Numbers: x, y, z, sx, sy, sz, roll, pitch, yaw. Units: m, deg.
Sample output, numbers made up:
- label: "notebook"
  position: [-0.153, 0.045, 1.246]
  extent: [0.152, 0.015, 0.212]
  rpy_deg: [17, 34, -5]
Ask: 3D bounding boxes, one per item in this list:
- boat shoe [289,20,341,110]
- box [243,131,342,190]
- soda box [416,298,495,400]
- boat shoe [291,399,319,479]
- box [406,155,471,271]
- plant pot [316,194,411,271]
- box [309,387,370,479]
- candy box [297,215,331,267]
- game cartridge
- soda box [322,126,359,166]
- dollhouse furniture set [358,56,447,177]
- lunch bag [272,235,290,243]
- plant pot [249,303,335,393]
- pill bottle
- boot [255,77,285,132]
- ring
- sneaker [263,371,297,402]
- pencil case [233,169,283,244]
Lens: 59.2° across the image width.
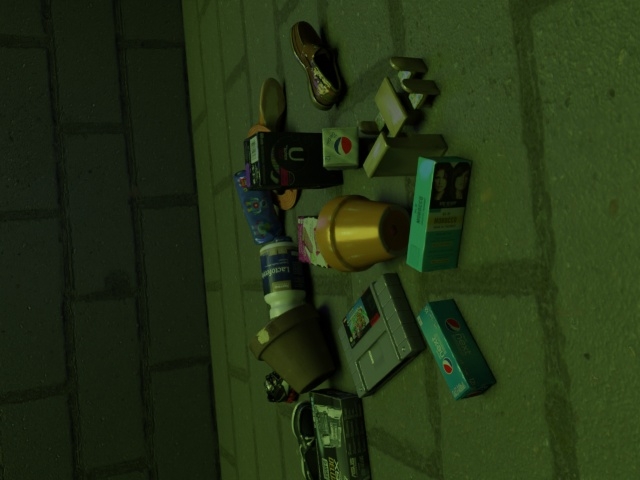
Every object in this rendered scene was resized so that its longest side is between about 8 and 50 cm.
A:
- label: "boat shoe"
  position: [-0.002, -0.555, 1.725]
  extent: [0.104, 0.111, 0.307]
  rpy_deg: [-40, 67, 56]
- label: "box"
  position: [-0.085, -0.242, 1.739]
  extent: [0.143, 0.270, 0.165]
  rpy_deg: [178, 88, -66]
- label: "soda box"
  position: [0.291, 0.235, 1.229]
  extent: [0.067, 0.071, 0.210]
  rpy_deg: [114, 143, -47]
- label: "boat shoe"
  position: [-0.023, 0.710, 1.963]
  extent: [0.091, 0.114, 0.302]
  rpy_deg: [7, 112, 66]
- label: "box"
  position: [0.256, -0.058, 1.226]
  extent: [0.060, 0.101, 0.244]
  rpy_deg: [34, 125, 58]
- label: "plant pot"
  position: [0.125, -0.021, 1.433]
  extent: [0.188, 0.205, 0.205]
  rpy_deg: [-4, 90, 50]
- label: "box"
  position: [0.060, 0.640, 1.795]
  extent: [0.242, 0.077, 0.307]
  rpy_deg: [162, 103, -65]
- label: "candy box"
  position: [0.000, 0.000, 1.833]
  extent: [0.233, 0.071, 0.159]
  rpy_deg: [-173, 81, -65]
- label: "game cartridge"
  position: [0.151, 0.269, 1.563]
  extent: [0.230, 0.068, 0.355]
  rpy_deg: [67, 150, 27]
- label: "soda box"
  position: [0.056, -0.241, 1.506]
  extent: [0.286, 0.091, 0.098]
  rpy_deg: [-54, -37, -84]
- label: "dollhouse furniture set"
  position: [0.163, -0.274, 1.320]
  extent: [0.212, 0.161, 0.242]
  rpy_deg: [118, 140, -50]
- label: "lunch bag"
  position: [-0.150, 0.025, 2.171]
  extent: [0.098, 0.067, 0.065]
  rpy_deg: [117, 141, -49]
- label: "plant pot"
  position: [-0.071, 0.375, 1.880]
  extent: [0.229, 0.263, 0.263]
  rpy_deg: [54, 144, 22]
- label: "pill bottle"
  position: [-0.132, 0.149, 2.031]
  extent: [0.153, 0.153, 0.264]
  rpy_deg: [139, 126, -61]
- label: "boot"
  position: [-0.215, -0.468, 2.193]
  extent: [0.211, 0.104, 0.295]
  rpy_deg: [-166, 69, -64]
- label: "ring"
  position: [-0.178, -0.276, 2.127]
  extent: [0.336, 0.032, 0.336]
  rpy_deg: [41, 146, 36]
- label: "sneaker"
  position: [-0.143, 0.530, 2.158]
  extent: [0.097, 0.135, 0.276]
  rpy_deg: [-117, 34, -44]
- label: "pencil case"
  position: [-0.235, -0.137, 2.188]
  extent: [0.119, 0.133, 0.306]
  rpy_deg: [-87, -17, -68]
